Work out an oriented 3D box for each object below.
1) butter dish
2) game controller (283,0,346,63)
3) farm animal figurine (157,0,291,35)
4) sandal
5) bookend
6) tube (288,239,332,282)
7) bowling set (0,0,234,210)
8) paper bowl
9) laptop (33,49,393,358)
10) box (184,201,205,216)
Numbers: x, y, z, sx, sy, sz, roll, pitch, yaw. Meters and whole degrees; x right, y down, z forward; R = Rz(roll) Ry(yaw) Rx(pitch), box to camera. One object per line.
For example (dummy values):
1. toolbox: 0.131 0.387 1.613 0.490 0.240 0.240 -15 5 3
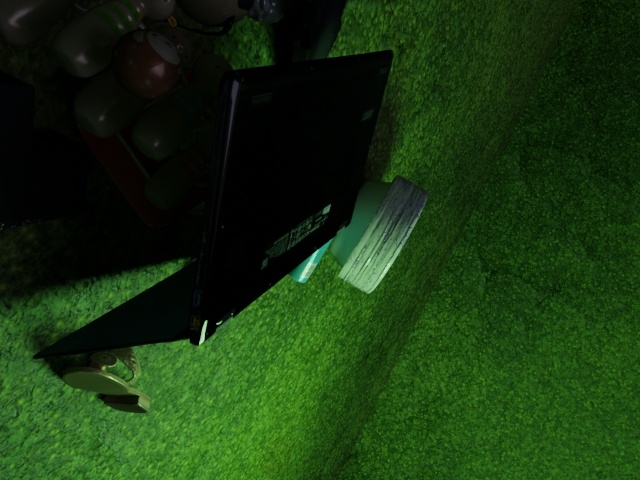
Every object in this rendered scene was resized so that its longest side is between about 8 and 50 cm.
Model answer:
1. butter dish: -0.203 -0.113 0.682 0.160 0.118 0.160 -41 108 -27
2. game controller: 0.004 -0.336 0.781 0.319 0.067 0.166 139 -27 -78
3. farm animal figurine: -0.103 -0.365 0.538 0.330 0.172 0.326 -35 145 -46
4. sandal: -0.318 0.199 0.837 0.240 0.088 0.079 86 7 -60
5. bookend: -0.305 -0.098 0.536 0.156 0.072 0.157 -24 134 -56
6. tube: 0.000 0.000 1.195 0.207 0.052 0.080 -55 168 19
7. bowling set: -0.149 -0.167 0.520 0.154 0.200 0.287 -53 127 -25
8. paper bowl: 0.125 -0.027 1.299 0.284 0.148 0.284 -61 177 -5
9. laptop: -0.123 -0.052 0.684 0.382 0.236 0.407 -39 147 -57
10. box: -0.172 -0.089 0.860 0.137 0.027 0.094 -16 127 -58
